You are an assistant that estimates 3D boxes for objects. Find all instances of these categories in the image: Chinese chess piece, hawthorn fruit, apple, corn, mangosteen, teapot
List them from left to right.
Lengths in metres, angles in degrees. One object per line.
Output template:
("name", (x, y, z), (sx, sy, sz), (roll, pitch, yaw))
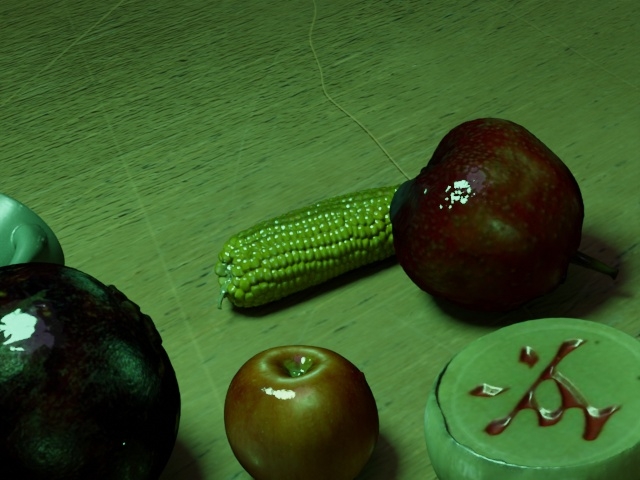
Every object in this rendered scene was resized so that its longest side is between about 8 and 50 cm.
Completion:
("teapot", (-0.430, 0.046, 1.805), (0.239, 0.162, 0.149), (-16, 33, 41))
("mangosteen", (-0.282, 0.165, 1.442), (0.288, 0.288, 0.288), (-7, 31, 4))
("apple", (-0.020, 0.177, 1.462), (0.163, 0.139, 0.163), (-9, 31, 5))
("corn", (0.000, 0.000, 1.790), (0.310, 0.101, 0.101), (-22, 33, -18))
("hawthorn fruit", (0.218, -0.017, 1.671), (0.266, 0.210, 0.230), (21, 33, 15))
("Chinese chess piece", (0.227, 0.182, 1.425), (0.250, 0.103, 0.250), (-7, 33, 5))
